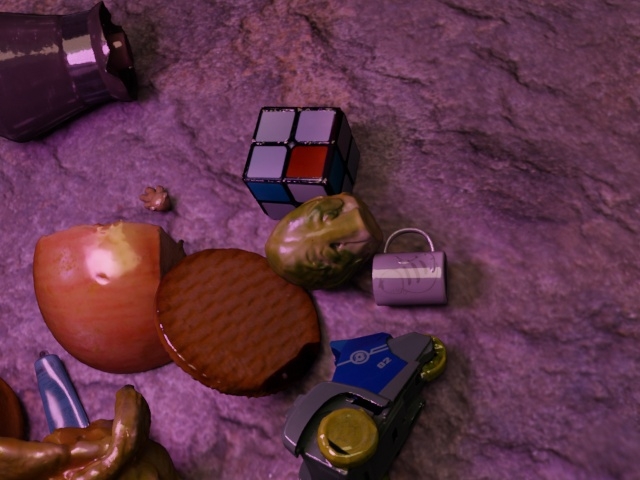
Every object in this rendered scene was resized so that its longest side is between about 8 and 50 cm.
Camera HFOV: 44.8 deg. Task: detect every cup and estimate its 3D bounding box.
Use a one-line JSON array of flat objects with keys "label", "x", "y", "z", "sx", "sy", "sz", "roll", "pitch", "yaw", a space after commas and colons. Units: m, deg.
[{"label": "cup", "x": 0.164, "y": 0.053, "z": 1.423, "sx": 0.133, "sy": 0.099, "sz": 0.135, "roll": -2, "pitch": 106, "yaw": 15}]

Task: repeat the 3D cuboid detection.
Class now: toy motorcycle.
[{"label": "toy motorcycle", "x": 0.069, "y": 0.270, "z": 1.317, "sx": 0.200, "sy": 0.191, "sz": 0.326, "roll": 18, "pitch": 54, "yaw": 27}]

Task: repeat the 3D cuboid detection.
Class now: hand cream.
[{"label": "hand cream", "x": -0.512, "y": 0.314, "z": 1.528, "sx": 0.083, "sy": 0.048, "sz": 0.224, "roll": -28, "pitch": 65, "yaw": 1}]

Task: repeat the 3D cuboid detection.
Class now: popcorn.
[{"label": "popcorn", "x": -0.356, "y": 0.404, "z": 1.272, "sx": 0.290, "sy": 0.321, "sz": 0.325, "roll": 37, "pitch": 96, "yaw": 29}]

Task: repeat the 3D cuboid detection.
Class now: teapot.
[{"label": "teapot", "x": -0.621, "y": -0.417, "z": 1.830, "sx": 0.362, "sy": 0.305, "sz": 0.376, "roll": -12, "pitch": 31, "yaw": 0}]

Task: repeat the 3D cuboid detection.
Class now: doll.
[{"label": "doll", "x": -0.363, "y": -0.094, "z": 1.692, "sx": 0.093, "sy": 0.051, "sz": 0.061, "roll": 32, "pitch": 81, "yaw": 29}]

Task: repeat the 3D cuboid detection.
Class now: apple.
[{"label": "apple", "x": -0.419, "y": 0.101, "z": 1.534, "sx": 0.309, "sy": 0.313, "sz": 0.252, "roll": -8, "pitch": 19, "yaw": 7}]

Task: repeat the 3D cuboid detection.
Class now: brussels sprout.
[{"label": "brussels sprout", "x": 0.000, "y": 0.000, "z": 1.442, "sx": 0.223, "sy": 0.223, "sz": 0.161, "roll": -26, "pitch": 56, "yaw": 1}]

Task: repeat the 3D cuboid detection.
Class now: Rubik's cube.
[{"label": "Rubik's cube", "x": -0.034, "y": -0.151, "z": 1.563, "sx": 0.184, "sy": 0.167, "sz": 0.180, "roll": 5, "pitch": 65, "yaw": 20}]

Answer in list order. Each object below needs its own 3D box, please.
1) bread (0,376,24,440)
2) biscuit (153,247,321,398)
[{"label": "bread", "x": -0.664, "y": 0.387, "z": 1.447, "sx": 0.179, "sy": 0.194, "sz": 0.339, "roll": 9, "pitch": 67, "yaw": 13}, {"label": "biscuit", "x": -0.149, "y": 0.143, "z": 1.415, "sx": 0.318, "sy": 0.040, "sz": 0.317, "roll": 16, "pitch": 45, "yaw": -17}]
